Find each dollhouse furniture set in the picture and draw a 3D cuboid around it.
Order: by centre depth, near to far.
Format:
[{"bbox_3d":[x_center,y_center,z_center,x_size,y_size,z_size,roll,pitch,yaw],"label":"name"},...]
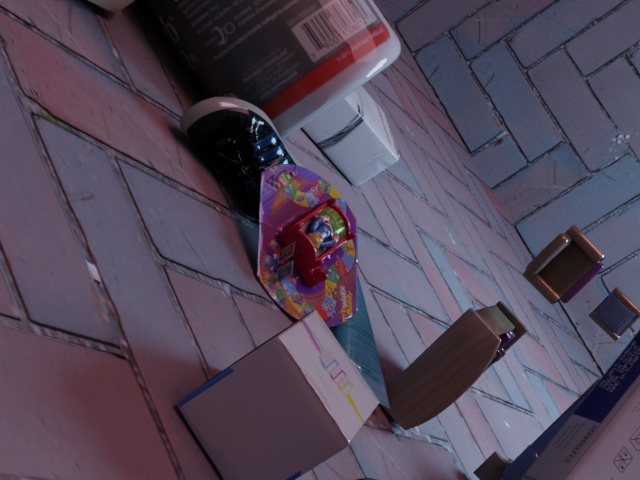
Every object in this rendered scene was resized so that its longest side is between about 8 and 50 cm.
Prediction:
[{"bbox_3d":[0.263,0.189,1.343,0.303,0.286,0.198,47,12,11],"label":"dollhouse furniture set"}]

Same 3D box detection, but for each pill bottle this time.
[{"bbox_3d":[-0.093,-0.294,1.389,0.363,0.210,0.210,55,14,-5],"label":"pill bottle"}]

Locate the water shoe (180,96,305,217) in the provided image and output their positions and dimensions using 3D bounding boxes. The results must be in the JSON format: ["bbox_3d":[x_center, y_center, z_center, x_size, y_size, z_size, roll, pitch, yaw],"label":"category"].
[{"bbox_3d":[-0.061,-0.071,1.282,0.203,0.073,0.080,37,27,-49],"label":"water shoe"}]

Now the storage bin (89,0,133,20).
[{"bbox_3d":[-0.179,-0.392,1.209,0.260,0.262,0.123,60,13,13],"label":"storage bin"}]

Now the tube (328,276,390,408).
[{"bbox_3d":[0.025,0.072,1.308,0.080,0.052,0.207,28,35,-40],"label":"tube"}]

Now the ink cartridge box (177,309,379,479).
[{"bbox_3d":[-0.025,0.118,0.937,0.090,0.092,0.143,56,13,2],"label":"ink cartridge box"}]

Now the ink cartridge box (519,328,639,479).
[{"bbox_3d":[0.337,0.307,1.307,0.330,0.324,0.071,51,-19,-25],"label":"ink cartridge box"}]

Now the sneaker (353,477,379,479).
[{"bbox_3d":[0.068,0.285,0.828,0.267,0.106,0.101,56,18,10],"label":"sneaker"}]

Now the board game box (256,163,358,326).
[{"bbox_3d":[0.000,0.000,1.250,0.133,0.033,0.169,24,56,-37],"label":"board game box"}]

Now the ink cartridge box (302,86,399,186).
[{"bbox_3d":[0.017,-0.188,1.784,0.191,0.082,0.140,48,17,-36],"label":"ink cartridge box"}]
